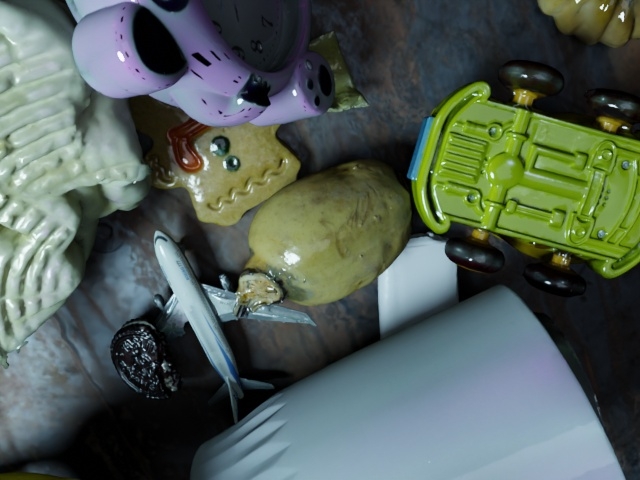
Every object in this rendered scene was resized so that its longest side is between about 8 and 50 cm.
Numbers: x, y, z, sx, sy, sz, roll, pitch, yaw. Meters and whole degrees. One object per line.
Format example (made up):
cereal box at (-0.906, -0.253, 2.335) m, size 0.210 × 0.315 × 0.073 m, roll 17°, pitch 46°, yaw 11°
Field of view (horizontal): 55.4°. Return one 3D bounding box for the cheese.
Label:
cheese at (0.007, -0.156, 0.608) m, size 0.060 × 0.041 × 0.084 m, roll -31°, pitch 88°, yaw -6°

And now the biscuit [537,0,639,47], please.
biscuit at (0.284, -0.261, 0.610) m, size 0.183 × 0.061 × 0.118 m, roll 34°, pitch 100°, yaw -17°

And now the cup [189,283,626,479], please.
cup at (0.085, 0.224, 0.591) m, size 0.372 × 0.253 × 0.253 m, roll -25°, pitch 108°, yaw 3°

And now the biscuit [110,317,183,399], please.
biscuit at (-0.180, 0.125, 0.639) m, size 0.089 × 0.027 × 0.087 m, roll 38°, pitch 120°, yaw 4°

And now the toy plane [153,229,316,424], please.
toy plane at (-0.124, 0.088, 0.651) m, size 0.226 × 0.058 × 0.226 m, roll -17°, pitch 104°, yaw 9°

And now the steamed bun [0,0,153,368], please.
steamed bun at (-0.294, -0.066, 0.498) m, size 0.320 × 0.206 × 0.275 m, roll -51°, pitch 138°, yaw 10°

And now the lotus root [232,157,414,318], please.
lotus root at (0.000, 0.000, 0.607) m, size 0.221 × 0.118 × 0.125 m, roll -31°, pitch 82°, yaw -15°

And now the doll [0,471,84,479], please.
doll at (-0.301, 0.288, 0.565) m, size 0.348 × 0.161 × 0.423 m, roll 35°, pitch 137°, yaw -7°

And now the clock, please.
clock at (-0.087, -0.202, 0.472) m, size 0.090 × 0.248 × 0.227 m, roll -5°, pitch 97°, yaw 30°

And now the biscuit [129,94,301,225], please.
biscuit at (-0.117, -0.125, 0.603) m, size 0.166 × 0.036 × 0.225 m, roll -28°, pitch 108°, yaw 2°

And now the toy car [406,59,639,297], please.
toy car at (0.209, -0.063, 0.614) m, size 0.248 × 0.142 × 0.200 m, roll 18°, pitch 101°, yaw -3°

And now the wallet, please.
wallet at (0.114, 0.082, 0.698) m, size 0.095 × 0.033 × 0.190 m, roll -6°, pitch 107°, yaw -8°
